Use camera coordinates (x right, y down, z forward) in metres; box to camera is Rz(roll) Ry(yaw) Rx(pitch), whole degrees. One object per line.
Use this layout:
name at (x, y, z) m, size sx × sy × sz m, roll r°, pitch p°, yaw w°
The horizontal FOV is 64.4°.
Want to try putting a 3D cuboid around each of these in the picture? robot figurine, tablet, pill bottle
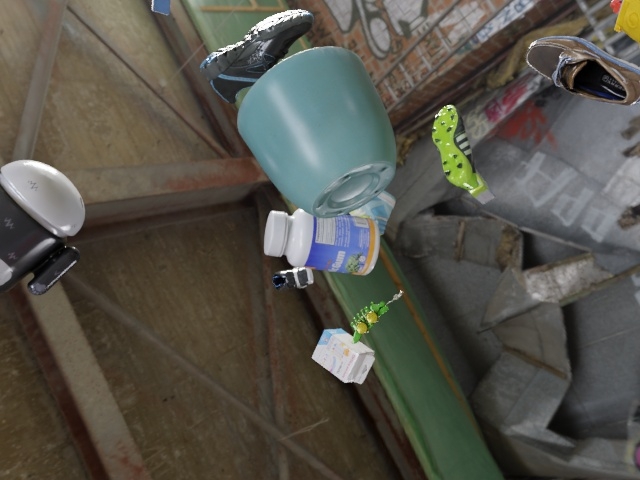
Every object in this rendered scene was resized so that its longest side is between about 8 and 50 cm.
robot figurine at (-0.563, -0.019, 0.909) m, size 0.173 × 0.278 × 0.209 m, roll 38°, pitch 166°, yaw 41°
tablet at (-0.450, -0.671, 1.436) m, size 0.006 × 0.054 × 0.083 m, roll 15°, pitch -162°, yaw 12°
pill bottle at (0.000, 0.000, 1.291) m, size 0.272 × 0.152 × 0.152 m, roll 7°, pitch -128°, yaw -15°

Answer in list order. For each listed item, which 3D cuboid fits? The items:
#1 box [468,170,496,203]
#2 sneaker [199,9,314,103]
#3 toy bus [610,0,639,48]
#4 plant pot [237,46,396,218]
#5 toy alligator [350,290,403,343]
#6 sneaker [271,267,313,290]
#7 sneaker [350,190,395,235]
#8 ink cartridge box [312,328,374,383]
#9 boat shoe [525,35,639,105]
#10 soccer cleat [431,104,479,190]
box at (0.381, -0.154, 1.277) m, size 0.178 × 0.042 × 0.109 m, roll 12°, pitch -136°, yaw -61°
sneaker at (-0.160, -0.515, 1.413) m, size 0.140 × 0.340 × 0.125 m, roll 57°, pitch -169°, yaw -33°
toy bus at (0.913, -0.632, 1.373) m, size 0.149 × 0.220 × 0.211 m, roll 78°, pitch 166°, yaw -47°
plant pot at (0.015, -0.188, 1.014) m, size 0.293 × 0.293 × 0.235 m, roll 1°, pitch -124°, yaw -53°
toy alligator at (0.134, 0.187, 1.324) m, size 0.051 × 0.190 × 0.056 m, roll 43°, pitch -175°, yaw 15°
sneaker at (-0.102, 0.121, 1.651) m, size 0.121 × 0.217 × 0.079 m, roll -10°, pitch -97°, yaw -13°
sneaker at (0.135, -0.111, 1.874) m, size 0.319 × 0.127 × 0.208 m, roll 21°, pitch -104°, yaw -29°
ink cartridge box at (0.068, 0.316, 1.382) m, size 0.143 × 0.092 × 0.090 m, roll 29°, pitch -171°, yaw 34°
boat shoe at (0.367, -0.243, 0.720) m, size 0.066 × 0.066 × 0.183 m, roll -24°, pitch -135°, yaw -36°
soccer cleat at (0.247, -0.168, 0.926) m, size 0.072 × 0.060 × 0.179 m, roll 26°, pitch -130°, yaw -38°
